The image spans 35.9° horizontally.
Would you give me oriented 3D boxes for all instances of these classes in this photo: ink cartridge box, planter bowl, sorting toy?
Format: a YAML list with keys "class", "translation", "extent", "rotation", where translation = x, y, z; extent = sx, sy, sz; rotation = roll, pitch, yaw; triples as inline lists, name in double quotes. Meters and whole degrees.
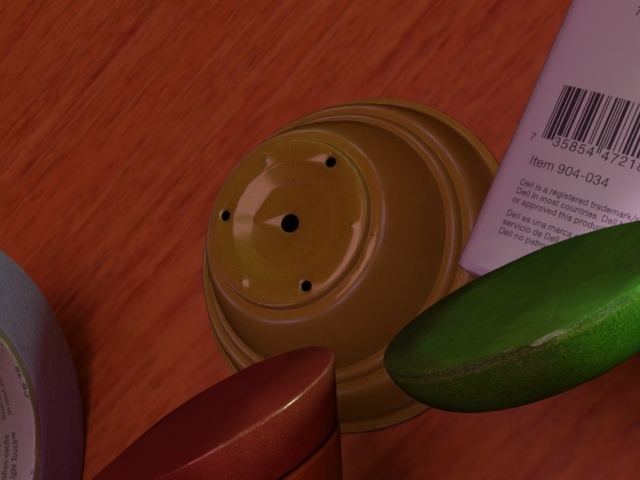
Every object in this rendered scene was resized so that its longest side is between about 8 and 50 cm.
- class: "ink cartridge box"
  translation: [0.219, -0.066, 0.475]
  extent: [0.198, 0.115, 0.273]
  rotation: [23, 87, 31]
- class: "planter bowl"
  translation: [0.000, 0.000, 0.585]
  extent: [0.217, 0.090, 0.217]
  rotation: [-9, 70, 26]
- class: "sorting toy"
  translation: [0.085, 0.081, 0.401]
  extent: [0.365, 0.127, 0.126]
  rotation: [-24, 96, 18]

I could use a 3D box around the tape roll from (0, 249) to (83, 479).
- class: "tape roll"
  translation: [-0.260, 0.127, 0.574]
  extent: [0.090, 0.275, 0.275]
  rotation: [-4, 73, 25]
